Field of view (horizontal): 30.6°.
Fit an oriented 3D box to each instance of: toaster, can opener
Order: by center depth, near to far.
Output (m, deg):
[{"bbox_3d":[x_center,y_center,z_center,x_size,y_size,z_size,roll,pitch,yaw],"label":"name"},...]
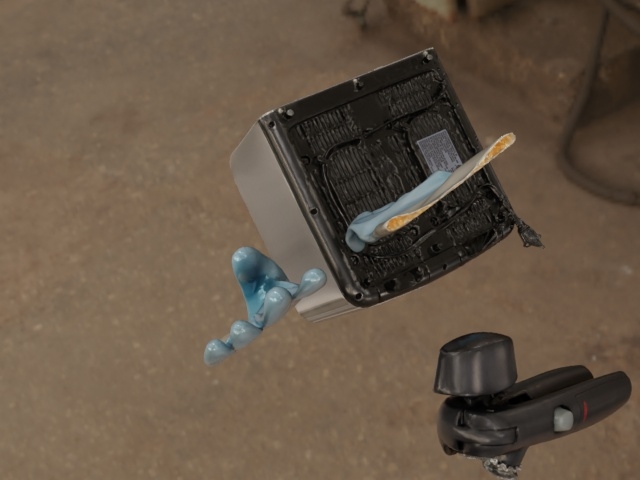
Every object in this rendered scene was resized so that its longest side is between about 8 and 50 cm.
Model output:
[{"bbox_3d":[0.127,0.091,0.659,0.059,0.073,0.186,18,9,41],"label":"can opener"},{"bbox_3d":[0.045,-0.034,0.901,0.168,0.185,0.110,-26,-2,-26],"label":"toaster"}]

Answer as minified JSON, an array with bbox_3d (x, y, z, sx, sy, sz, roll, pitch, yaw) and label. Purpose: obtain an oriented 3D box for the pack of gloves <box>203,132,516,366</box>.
[{"bbox_3d":[0.000,0.000,0.696,0.195,0.046,0.232,-38,0,-7],"label":"pack of gloves"}]
